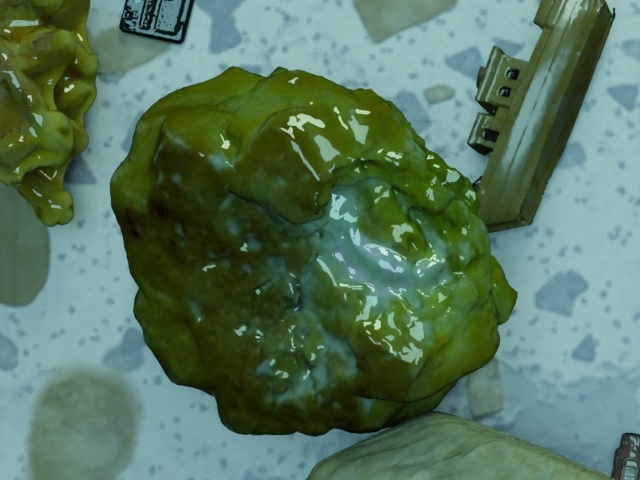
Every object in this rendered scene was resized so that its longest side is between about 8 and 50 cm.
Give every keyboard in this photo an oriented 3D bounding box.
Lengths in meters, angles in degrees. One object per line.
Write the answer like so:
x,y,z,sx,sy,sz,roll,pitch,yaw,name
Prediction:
-0.109,-0.227,1.203,0.053,0.010,0.155,14,87,8,keyboard

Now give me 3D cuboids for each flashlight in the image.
0.209,0.188,1.108,0.052,0.031,0.110,10,86,9,flashlight

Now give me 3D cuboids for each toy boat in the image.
0.143,-0.100,1.131,0.072,0.064,0.206,23,88,24,toy boat

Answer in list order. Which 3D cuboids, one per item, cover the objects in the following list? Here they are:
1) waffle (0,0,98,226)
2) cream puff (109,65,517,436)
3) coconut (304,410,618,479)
-0.325,-0.126,1.154,0.324,0.151,0.261,-7,82,1,waffle
0.002,0.000,1.076,0.282,0.185,0.281,12,116,26,cream puff
0.081,0.277,0.988,0.329,0.329,0.328,-1,85,8,coconut
